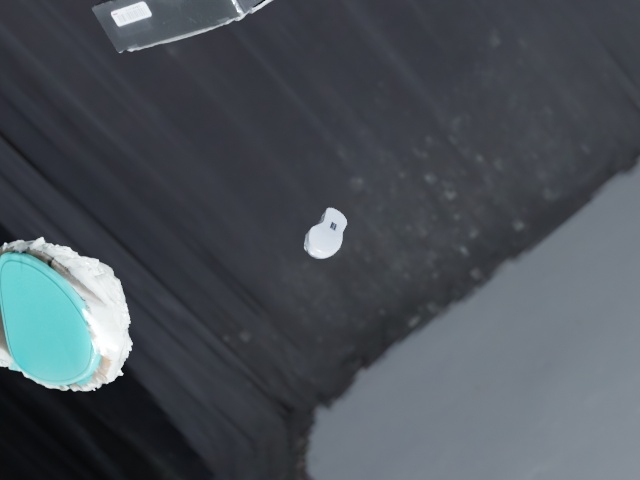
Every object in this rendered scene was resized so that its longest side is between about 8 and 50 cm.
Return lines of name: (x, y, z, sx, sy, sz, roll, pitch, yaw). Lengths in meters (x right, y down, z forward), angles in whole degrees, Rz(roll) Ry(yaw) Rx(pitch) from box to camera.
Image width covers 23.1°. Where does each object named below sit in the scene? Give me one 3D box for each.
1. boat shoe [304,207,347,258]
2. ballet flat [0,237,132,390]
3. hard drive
boat shoe: (0.000, 0.000, 1.603, 0.035, 0.035, 0.100, -53, 6, 25)
ballet flat: (-0.276, 0.058, 1.553, 0.409, 0.147, 0.147, 5, 53, 51)
hard drive: (-0.034, -0.301, 1.519, 0.339, 0.064, 0.237, -42, 21, -31)
